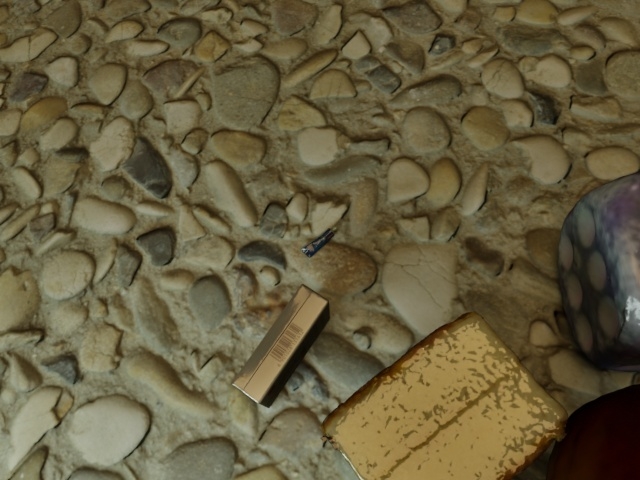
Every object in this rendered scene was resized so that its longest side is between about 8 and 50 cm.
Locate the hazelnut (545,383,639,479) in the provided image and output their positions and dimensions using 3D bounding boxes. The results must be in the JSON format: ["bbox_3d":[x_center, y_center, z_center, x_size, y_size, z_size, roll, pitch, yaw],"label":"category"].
[{"bbox_3d":[0.460,0.377,0.643,0.421,0.421,0.353,-49,39,-15],"label":"hazelnut"}]

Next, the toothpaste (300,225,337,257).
[{"bbox_3d":[0.000,0.000,1.054,0.083,0.019,0.027,-41,86,-8],"label":"toothpaste"}]

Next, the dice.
[{"bbox_3d":[0.552,0.055,0.832,0.272,0.270,0.270,-3,66,5],"label":"dice"}]

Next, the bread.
[{"bbox_3d":[0.166,0.276,0.773,0.279,0.279,0.207,-38,67,-8],"label":"bread"}]

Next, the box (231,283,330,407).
[{"bbox_3d":[-0.060,0.184,0.913,0.058,0.141,0.201,31,75,12],"label":"box"}]
